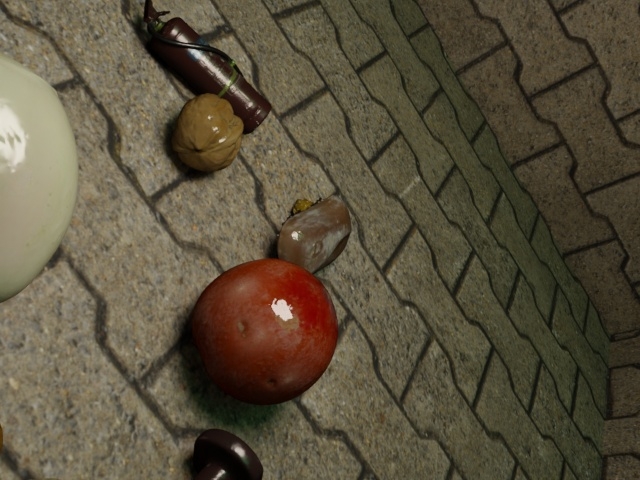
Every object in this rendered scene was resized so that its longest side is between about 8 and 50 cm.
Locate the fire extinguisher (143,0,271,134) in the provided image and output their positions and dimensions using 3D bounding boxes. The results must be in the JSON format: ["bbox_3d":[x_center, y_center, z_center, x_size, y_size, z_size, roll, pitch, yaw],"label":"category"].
[{"bbox_3d":[-0.257,-0.390,1.242,0.341,0.105,0.141,42,29,-27],"label":"fire extinguisher"}]

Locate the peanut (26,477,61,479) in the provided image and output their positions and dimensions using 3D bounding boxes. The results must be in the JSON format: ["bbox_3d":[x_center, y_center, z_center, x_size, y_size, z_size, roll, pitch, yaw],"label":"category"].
[{"bbox_3d":[-0.346,0.387,0.715,0.159,0.109,0.140,41,58,-21],"label":"peanut"}]

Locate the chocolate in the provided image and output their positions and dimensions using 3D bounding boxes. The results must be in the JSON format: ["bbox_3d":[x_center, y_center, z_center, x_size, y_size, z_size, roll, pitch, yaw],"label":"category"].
[{"bbox_3d":[0.000,0.001,1.285,0.261,0.083,0.161,-37,132,-48],"label":"chocolate"}]

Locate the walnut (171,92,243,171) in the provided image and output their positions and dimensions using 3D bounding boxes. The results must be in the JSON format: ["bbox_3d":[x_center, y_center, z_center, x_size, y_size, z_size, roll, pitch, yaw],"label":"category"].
[{"bbox_3d":[-0.230,-0.216,1.149,0.166,0.149,0.166,-7,90,-81],"label":"walnut"}]

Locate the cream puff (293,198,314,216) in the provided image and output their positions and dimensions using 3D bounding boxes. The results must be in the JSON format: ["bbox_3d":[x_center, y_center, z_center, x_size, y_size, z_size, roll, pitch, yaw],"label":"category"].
[{"bbox_3d":[-0.033,-0.061,1.349,0.083,0.058,0.083,52,43,-16],"label":"cream puff"}]

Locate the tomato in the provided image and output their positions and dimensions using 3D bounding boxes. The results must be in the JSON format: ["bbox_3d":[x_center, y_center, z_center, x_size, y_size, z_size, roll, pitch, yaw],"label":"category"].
[{"bbox_3d":[-0.090,0.159,1.020,0.265,0.265,0.265,25,53,-39],"label":"tomato"}]

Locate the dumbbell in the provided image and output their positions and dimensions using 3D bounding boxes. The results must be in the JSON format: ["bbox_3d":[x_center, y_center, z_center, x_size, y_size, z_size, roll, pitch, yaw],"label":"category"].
[{"bbox_3d":[-0.196,0.406,0.852,0.124,0.140,0.225,24,34,19],"label":"dumbbell"}]

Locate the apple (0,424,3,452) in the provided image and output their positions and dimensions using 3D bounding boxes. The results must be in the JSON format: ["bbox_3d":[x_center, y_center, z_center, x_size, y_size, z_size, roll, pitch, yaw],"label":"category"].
[{"bbox_3d":[-0.452,0.251,0.680,0.099,0.102,0.114,10,55,-60],"label":"apple"}]

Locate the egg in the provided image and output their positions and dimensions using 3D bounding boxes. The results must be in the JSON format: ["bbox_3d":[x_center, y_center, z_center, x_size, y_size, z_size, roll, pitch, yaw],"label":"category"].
[{"bbox_3d":[-0.458,-0.085,0.712,0.283,0.283,0.345,-6,87,-50],"label":"egg"}]
